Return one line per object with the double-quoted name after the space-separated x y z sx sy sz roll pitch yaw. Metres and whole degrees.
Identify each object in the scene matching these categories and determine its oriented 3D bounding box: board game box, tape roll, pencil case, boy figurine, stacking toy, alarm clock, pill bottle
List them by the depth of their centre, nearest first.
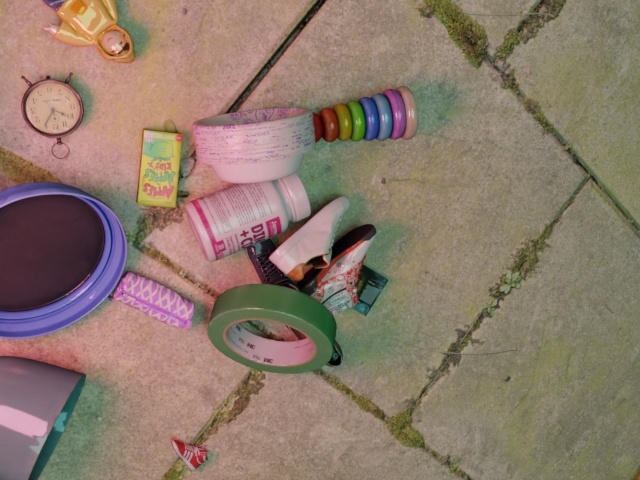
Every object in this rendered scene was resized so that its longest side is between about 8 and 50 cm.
-0.528 -0.502 1.462 0.177 0.092 0.285 -42 109 -10 "boy figurine"
-0.604 -0.280 1.499 0.130 0.064 0.191 -9 103 -18 "alarm clock"
-0.394 -0.176 1.611 0.092 0.043 0.181 4 101 -21 "board game box"
-0.179 -0.070 1.650 0.283 0.160 0.160 -24 109 -14 "pill bottle"
-0.417 0.151 1.655 0.206 0.088 0.086 28 94 -24 "pencil case"
-0.122 0.231 1.675 0.321 0.321 0.077 32 48 -24 "tape roll"
0.080 -0.313 1.719 0.331 0.141 0.141 -9 105 -11 "stacking toy"
0.087 0.120 1.866 0.186 0.026 0.126 32 90 -24 "board game box"

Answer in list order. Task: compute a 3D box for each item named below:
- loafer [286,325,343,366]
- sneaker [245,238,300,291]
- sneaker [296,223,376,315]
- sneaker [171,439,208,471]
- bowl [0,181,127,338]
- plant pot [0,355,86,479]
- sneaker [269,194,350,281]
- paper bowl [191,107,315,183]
-0.012 0.260 1.828 0.094 0.087 0.251 -45 113 -6 "loafer"
-0.121 0.083 1.709 0.086 0.163 0.226 -25 108 -12 "sneaker"
0.075 0.087 1.792 0.270 0.090 0.145 -43 114 -3 "sneaker"
-0.353 0.572 1.800 0.067 0.042 0.118 -33 119 -6 "sneaker"
-0.630 0.043 1.470 0.391 0.077 0.391 -26 138 -26 "bowl"
-0.714 0.399 1.506 0.235 0.293 0.292 25 93 -9 "plant pot"
0.000 0.000 1.722 0.123 0.106 0.290 46 61 1 "sneaker"
-0.152 -0.223 1.558 0.284 0.284 0.148 -11 107 -18 "paper bowl"
